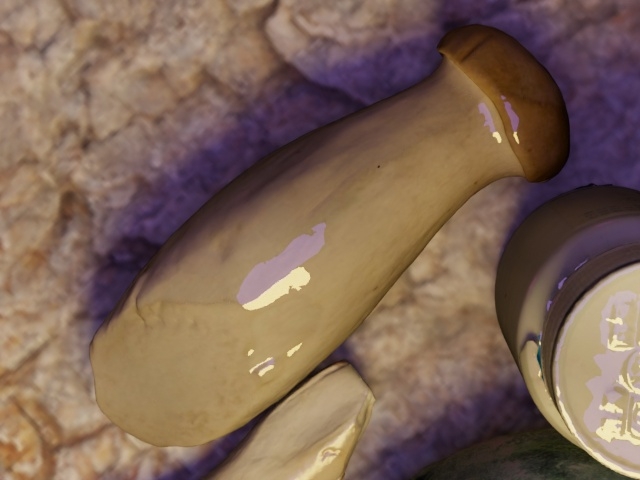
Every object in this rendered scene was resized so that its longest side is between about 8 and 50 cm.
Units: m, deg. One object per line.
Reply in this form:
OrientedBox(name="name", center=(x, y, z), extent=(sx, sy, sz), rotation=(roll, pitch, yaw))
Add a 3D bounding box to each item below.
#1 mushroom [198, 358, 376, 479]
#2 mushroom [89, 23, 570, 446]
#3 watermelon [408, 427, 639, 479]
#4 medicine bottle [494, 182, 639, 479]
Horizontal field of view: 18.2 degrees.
OrientedBox(name="mushroom", center=(-0.048, 0.159, 1.276), extent=(0.209, 0.071, 0.084), rotation=(-40, 62, 2))
OrientedBox(name="mushroom", center=(0.000, 0.000, 1.232), extent=(0.350, 0.128, 0.128), rotation=(-36, 94, 0))
OrientedBox(name="watermelon", center=(0.089, 0.223, 1.187), extent=(0.322, 0.188, 0.175), rotation=(-43, 83, 19))
OrientedBox(name="medicine bottle", center=(0.180, 0.049, 1.162), extent=(0.143, 0.258, 0.143), rotation=(0, 97, 1))
